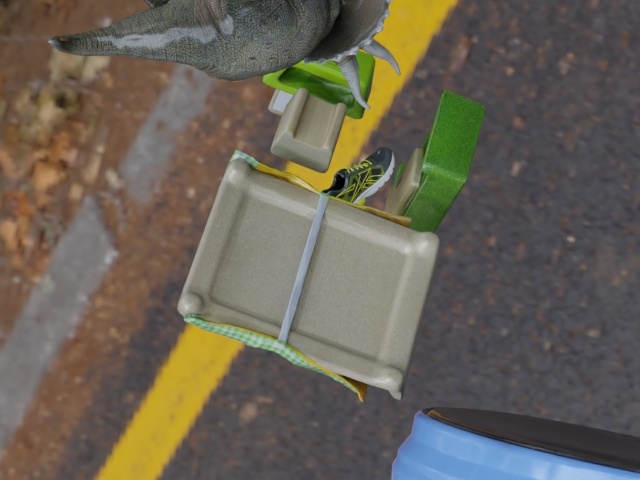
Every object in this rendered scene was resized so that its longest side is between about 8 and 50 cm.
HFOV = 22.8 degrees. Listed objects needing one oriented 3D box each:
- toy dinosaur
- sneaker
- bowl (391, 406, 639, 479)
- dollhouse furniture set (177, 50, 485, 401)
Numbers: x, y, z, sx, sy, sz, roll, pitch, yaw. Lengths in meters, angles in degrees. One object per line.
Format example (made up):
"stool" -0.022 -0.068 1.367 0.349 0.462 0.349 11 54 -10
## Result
"toy dinosaur" -0.052 -0.169 1.098 0.160 0.313 0.121 44 119 14
"sneaker" 0.033 -0.055 1.398 0.083 0.035 0.031 -52 30 -19
"bowl" 0.263 0.227 1.492 0.391 0.391 0.077 11 90 51
"dollhouse furniture set" 0.000 0.000 1.363 0.151 0.197 0.301 120 169 -59
